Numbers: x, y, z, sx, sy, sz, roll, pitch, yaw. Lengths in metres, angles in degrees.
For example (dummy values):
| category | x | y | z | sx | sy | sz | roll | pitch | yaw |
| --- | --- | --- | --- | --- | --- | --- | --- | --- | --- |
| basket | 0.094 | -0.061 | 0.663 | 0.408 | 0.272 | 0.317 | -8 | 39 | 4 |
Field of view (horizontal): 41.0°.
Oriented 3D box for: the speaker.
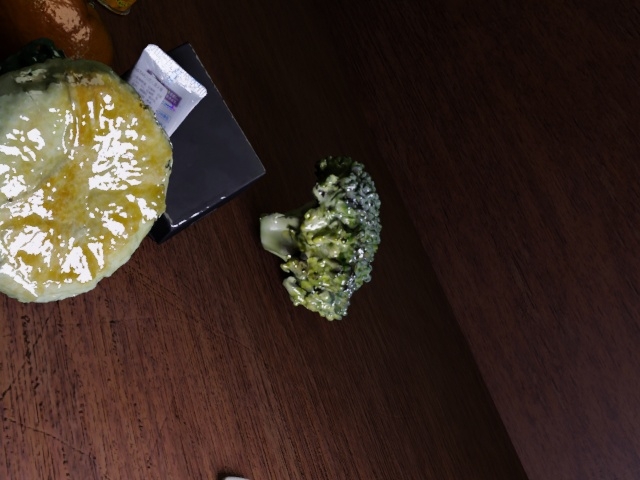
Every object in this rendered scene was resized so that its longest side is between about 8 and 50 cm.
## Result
| category | x | y | z | sx | sy | sz | roll | pitch | yaw |
| --- | --- | --- | --- | --- | --- | --- | --- | --- | --- |
| speaker | -0.236 | -0.139 | 1.318 | 0.232 | 0.184 | 0.254 | 59 | -17 | -3 |

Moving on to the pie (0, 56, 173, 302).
| category | x | y | z | sx | sy | sz | roll | pitch | yaw |
| --- | --- | --- | --- | --- | --- | --- | --- | --- | --- |
| pie | -0.307 | -0.073 | 1.033 | 0.071 | 0.306 | 0.306 | 28 | -8 | 42 |

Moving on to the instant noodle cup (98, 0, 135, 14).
| category | x | y | z | sx | sy | sz | roll | pitch | yaw |
| --- | --- | --- | --- | --- | --- | --- | --- | --- | --- |
| instant noodle cup | -0.413 | -0.609 | 1.788 | 0.215 | 0.172 | 0.215 | 50 | 21 | -26 |

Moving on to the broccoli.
| category | x | y | z | sx | sy | sz | roll | pitch | yaw |
| --- | --- | --- | --- | --- | --- | --- | --- | --- | --- |
| broccoli | 0.025 | -0.003 | 1.831 | 0.323 | 0.272 | 0.334 | 62 | 6 | -10 |

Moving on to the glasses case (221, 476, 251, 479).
| category | x | y | z | sx | sy | sz | roll | pitch | yaw |
| --- | --- | --- | --- | --- | --- | --- | --- | --- | --- |
| glasses case | -0.116 | 0.361 | 1.238 | 0.083 | 0.021 | 0.032 | 33 | 30 | -55 |

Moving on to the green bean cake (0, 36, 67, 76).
| category | x | y | z | sx | sy | sz | roll | pitch | yaw |
| --- | --- | --- | --- | --- | --- | --- | --- | --- | --- |
| green bean cake | -0.365 | -0.163 | 1.147 | 0.107 | 0.193 | 0.208 | 58 | 15 | 17 |

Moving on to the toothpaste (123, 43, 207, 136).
| category | x | y | z | sx | sy | sz | roll | pitch | yaw |
| --- | --- | --- | --- | --- | --- | --- | --- | --- | --- |
| toothpaste | -0.276 | -0.113 | 1.137 | 0.114 | 0.299 | 0.073 | 39 | -5 | -42 |

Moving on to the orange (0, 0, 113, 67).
| category | x | y | z | sx | sy | sz | roll | pitch | yaw |
| --- | --- | --- | --- | --- | --- | --- | --- | --- | --- |
| orange | -0.403 | -0.302 | 1.246 | 0.224 | 0.170 | 0.224 | 47 | -14 | 16 |
